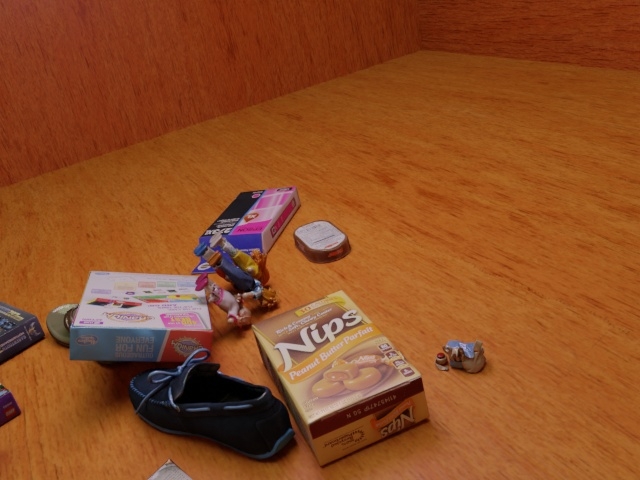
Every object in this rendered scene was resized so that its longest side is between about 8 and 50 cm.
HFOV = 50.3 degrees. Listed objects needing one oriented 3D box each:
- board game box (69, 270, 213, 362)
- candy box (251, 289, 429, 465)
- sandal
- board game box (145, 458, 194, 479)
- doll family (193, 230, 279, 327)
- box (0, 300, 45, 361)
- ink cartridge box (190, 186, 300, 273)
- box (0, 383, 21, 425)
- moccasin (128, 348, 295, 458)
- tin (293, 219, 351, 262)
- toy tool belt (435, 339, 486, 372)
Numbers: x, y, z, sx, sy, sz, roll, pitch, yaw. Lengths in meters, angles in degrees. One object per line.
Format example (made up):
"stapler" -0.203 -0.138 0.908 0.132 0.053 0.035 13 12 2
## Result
"board game box" -0.340 0.140 1.318 0.242 0.064 0.316 4 14 -13
"candy box" 0.020 0.206 1.109 0.183 0.087 0.316 -20 26 -13
"sandal" -0.474 0.173 1.427 0.303 0.086 0.120 11 34 42
"board game box" -0.207 0.395 0.793 0.165 0.042 0.243 34 44 19
"doll family" -0.164 0.073 1.415 0.118 0.163 0.263 -44 23 10
"box" -0.753 0.214 1.515 0.233 0.059 0.183 9 33 41
"ink cartridge box" -0.189 -0.033 1.758 0.176 0.069 0.371 -4 29 19
"box" -0.725 0.342 1.232 0.201 0.057 0.293 16 37 43
"moccasin" -0.183 0.241 1.102 0.342 0.116 0.138 3 29 33
"tin" 0.000 0.000 1.621 0.106 0.040 0.190 -24 27 -13
"toy tool belt" 0.225 0.180 1.106 0.083 0.051 0.052 0 28 28
